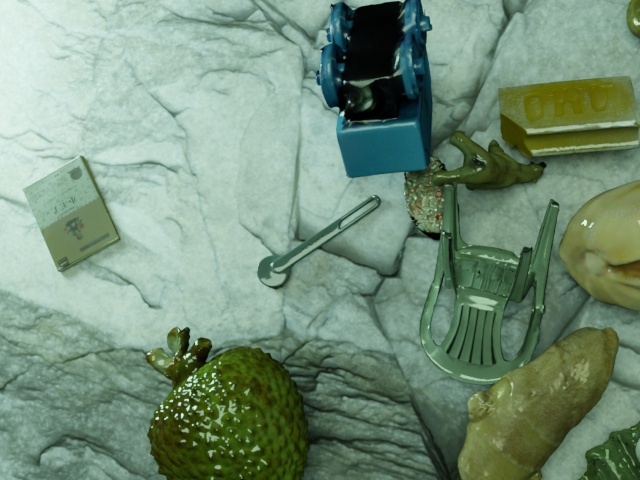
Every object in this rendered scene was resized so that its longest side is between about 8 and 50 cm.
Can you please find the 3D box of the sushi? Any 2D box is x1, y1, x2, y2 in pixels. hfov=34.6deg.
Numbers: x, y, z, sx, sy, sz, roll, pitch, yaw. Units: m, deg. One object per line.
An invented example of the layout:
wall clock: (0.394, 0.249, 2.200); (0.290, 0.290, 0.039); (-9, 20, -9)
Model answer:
sushi: (0.196, -0.076, 1.826); (0.091, 0.078, 0.150); (-14, 74, 8)

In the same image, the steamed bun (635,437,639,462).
steamed bun: (0.599, 0.338, 1.519); (0.242, 0.164, 0.146); (33, 74, 33)

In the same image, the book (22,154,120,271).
book: (-0.486, -0.054, 1.995); (0.138, 0.016, 0.198); (-29, 71, 3)

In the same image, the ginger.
ginger: (0.355, 0.271, 1.669); (0.354, 0.126, 0.190); (-42, 99, -6)

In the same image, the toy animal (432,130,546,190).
toy animal: (0.297, -0.127, 1.780); (0.101, 0.219, 0.103); (15, 96, 40)

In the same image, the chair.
chair: (0.272, 0.076, 1.711); (0.203, 0.274, 0.190); (10, 39, 16)

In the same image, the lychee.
lychee: (-0.155, 0.303, 1.708); (0.270, 0.270, 0.320); (-20, 106, 6)

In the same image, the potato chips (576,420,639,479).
potato chips: (0.605, 0.468, 1.597); (0.358, 0.070, 0.429); (-32, 71, 4)

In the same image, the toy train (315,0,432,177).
toy train: (0.107, -0.263, 1.777); (0.188, 0.265, 0.300); (-5, 41, 13)

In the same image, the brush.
brush: (0.000, 0.000, 1.878); (0.266, 0.027, 0.062); (-34, 71, -3)

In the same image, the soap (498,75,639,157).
soap: (0.430, -0.215, 1.793); (0.232, 0.073, 0.140); (-4, 42, 11)

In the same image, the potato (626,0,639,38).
potato: (0.601, -0.420, 1.838); (0.092, 0.070, 0.138); (24, 80, 18)

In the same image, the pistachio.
pistachio: (0.546, -0.001, 1.668); (0.309, 0.230, 0.230); (-14, 73, 3)
